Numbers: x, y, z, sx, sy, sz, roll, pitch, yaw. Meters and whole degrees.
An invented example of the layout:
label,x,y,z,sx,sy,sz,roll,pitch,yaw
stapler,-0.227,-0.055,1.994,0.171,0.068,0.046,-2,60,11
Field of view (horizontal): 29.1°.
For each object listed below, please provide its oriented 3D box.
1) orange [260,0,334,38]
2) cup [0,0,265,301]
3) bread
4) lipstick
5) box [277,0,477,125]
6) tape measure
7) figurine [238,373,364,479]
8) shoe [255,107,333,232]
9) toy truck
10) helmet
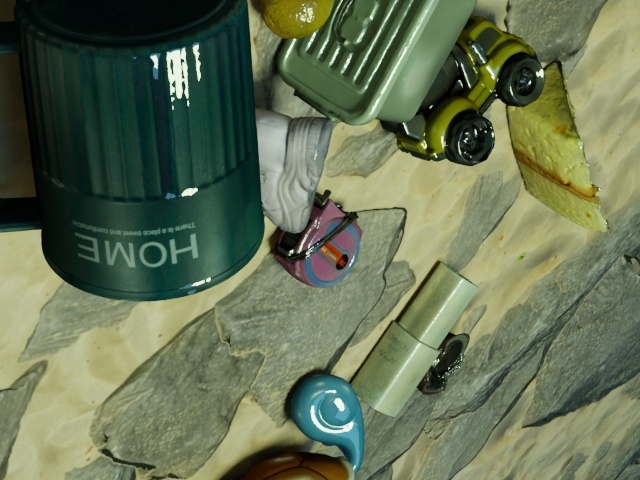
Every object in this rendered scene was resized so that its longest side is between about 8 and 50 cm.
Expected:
label,x,y,z,sx,sy,sz,roll,pitch,yaw
orange,-0.025,-0.279,1.423,0.095,0.085,0.085,-48,144,-21
cup,-0.210,-0.130,1.268,0.242,0.307,0.292,-60,158,-48
bread,0.404,-0.135,1.910,0.135,0.178,0.240,-41,140,-11
lipstick,0.151,0.157,1.974,0.077,0.079,0.253,27,98,-49
box,0.077,-0.258,1.493,0.135,0.163,0.243,5,116,-58
tape measure,0.000,0.000,1.689,0.125,0.074,0.118,-54,138,-5
figurine,-0.043,0.420,1.880,0.243,0.298,0.416,44,83,-19
shoe,-0.066,-0.090,1.523,0.245,0.137,0.095,108,0,-67
toy truck,0.178,-0.214,1.655,0.224,0.147,0.165,-46,121,-12
helmet,0.187,0.193,2.046,0.123,0.070,0.098,-60,149,-1
